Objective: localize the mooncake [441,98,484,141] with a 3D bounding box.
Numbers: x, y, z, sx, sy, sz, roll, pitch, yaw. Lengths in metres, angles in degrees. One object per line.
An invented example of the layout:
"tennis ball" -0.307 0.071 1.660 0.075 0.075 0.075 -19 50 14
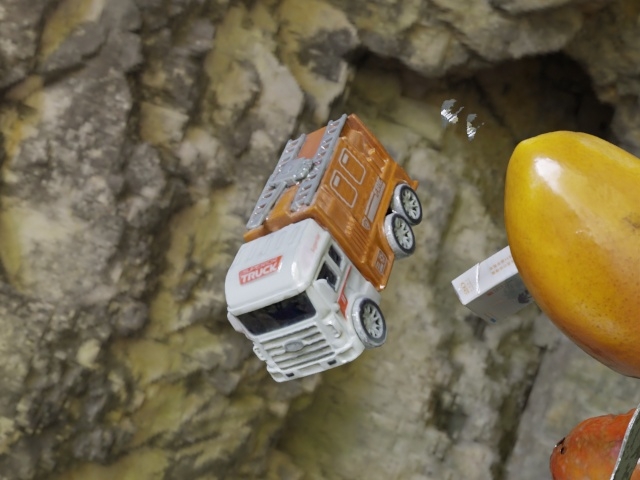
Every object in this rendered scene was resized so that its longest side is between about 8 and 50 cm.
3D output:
"mooncake" 0.334 -0.153 1.687 0.150 0.347 0.057 -45 -43 -43

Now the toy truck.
"toy truck" 0.000 0.000 1.497 0.207 0.173 0.387 52 -145 -25

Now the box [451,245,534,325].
"box" 0.394 0.067 2.095 0.233 0.067 0.149 -34 -37 17

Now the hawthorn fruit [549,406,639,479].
"hawthorn fruit" 0.535 0.425 1.758 0.276 0.276 0.307 -6 -100 -71

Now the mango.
"mango" 0.256 0.011 0.947 0.154 0.252 0.126 -36 8 14

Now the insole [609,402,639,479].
"insole" 0.376 0.260 1.294 0.065 0.006 0.193 37 -104 -47
